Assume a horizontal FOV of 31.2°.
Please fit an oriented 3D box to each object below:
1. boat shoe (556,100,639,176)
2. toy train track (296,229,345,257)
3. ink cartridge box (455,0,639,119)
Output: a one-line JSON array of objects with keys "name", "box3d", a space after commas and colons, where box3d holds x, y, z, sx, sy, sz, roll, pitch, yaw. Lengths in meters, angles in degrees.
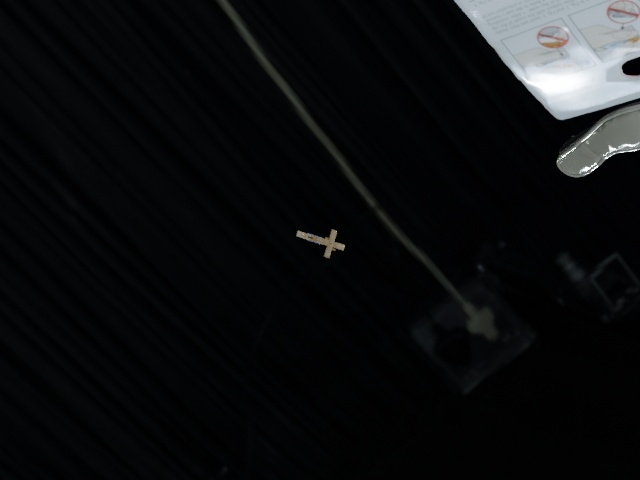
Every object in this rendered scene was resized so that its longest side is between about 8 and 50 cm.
[{"name": "boat shoe", "box3d": [0.435, -0.165, 1.701, 0.206, 0.075, 0.065, -34, -158, 50]}, {"name": "toy train track", "box3d": [0.000, 0.000, 1.932, 0.014, 0.083, 0.048, -101, -152, -87]}, {"name": "ink cartridge box", "box3d": [0.253, -0.283, 0.991, 0.308, 0.385, 0.091, -15, -130, 36]}]
